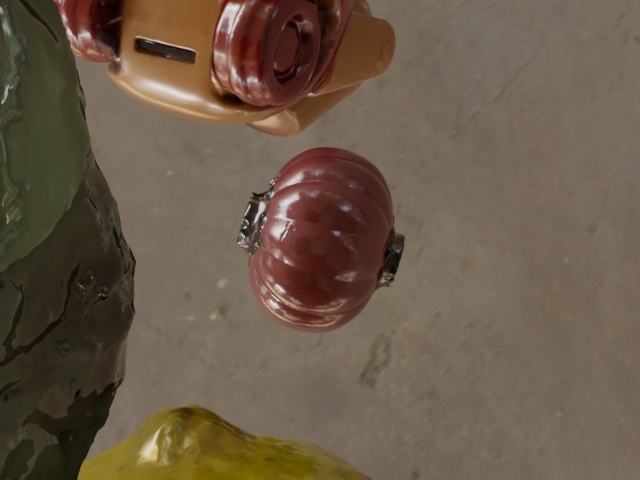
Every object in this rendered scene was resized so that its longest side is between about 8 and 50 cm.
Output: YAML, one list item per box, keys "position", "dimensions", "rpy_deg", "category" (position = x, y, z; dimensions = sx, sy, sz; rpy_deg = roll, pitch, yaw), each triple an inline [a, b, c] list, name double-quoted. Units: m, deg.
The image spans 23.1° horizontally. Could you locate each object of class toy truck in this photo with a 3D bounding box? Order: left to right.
- position: [-0.042, -0.195, 1.051]
  dimensions: [0.189, 0.239, 0.265]
  rpy_deg: [17, 106, 27]
  category: "toy truck"

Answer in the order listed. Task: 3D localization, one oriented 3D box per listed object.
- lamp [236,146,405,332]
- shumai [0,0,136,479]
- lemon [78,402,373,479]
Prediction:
- position: [0.000, 0.000, 0.893]
  dimensions: [0.092, 0.107, 0.107]
  rpy_deg: [15, 109, -3]
  category: "lamp"
- position: [-0.190, 0.052, 0.484]
  dimensions: [0.309, 0.263, 0.304]
  rpy_deg: [30, 109, -25]
  category: "shumai"
- position: [-0.049, 0.233, 0.767]
  dimensions: [0.253, 0.253, 0.310]
  rpy_deg: [-11, 92, 22]
  category: "lemon"
